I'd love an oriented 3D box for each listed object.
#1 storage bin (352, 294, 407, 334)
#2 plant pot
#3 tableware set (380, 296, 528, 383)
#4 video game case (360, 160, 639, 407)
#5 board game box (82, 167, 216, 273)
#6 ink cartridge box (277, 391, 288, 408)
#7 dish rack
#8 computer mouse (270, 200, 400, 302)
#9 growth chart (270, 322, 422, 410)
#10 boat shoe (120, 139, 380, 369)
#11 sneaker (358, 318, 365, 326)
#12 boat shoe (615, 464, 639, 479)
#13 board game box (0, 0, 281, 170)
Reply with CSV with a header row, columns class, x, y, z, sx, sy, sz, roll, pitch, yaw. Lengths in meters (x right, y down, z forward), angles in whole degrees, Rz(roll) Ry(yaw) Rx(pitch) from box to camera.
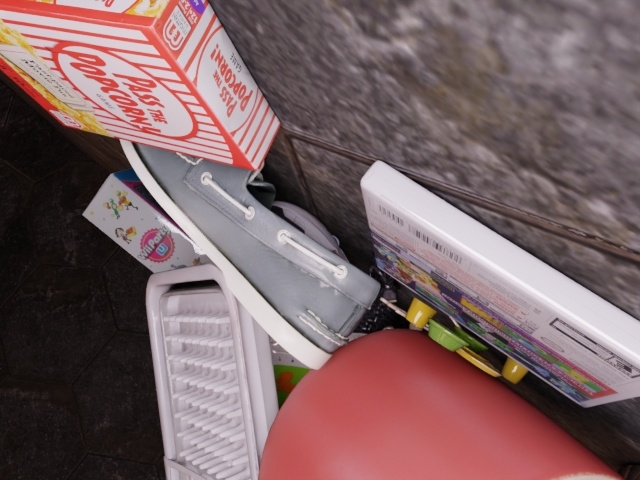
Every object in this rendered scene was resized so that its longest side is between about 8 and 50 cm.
class,x,y,z,sx,sy,sz,roll,pitch,yaw
storage bin,0.020,0.088,0.826,0.180,0.084,0.122,33,169,23
plant pot,0.108,0.230,0.490,0.275,0.275,0.243,42,169,-19
tableware set,0.129,0.088,0.531,0.154,0.024,0.104,32,-178,-34
video game case,0.119,0.040,0.413,0.201,0.023,0.183,34,170,17
board game box,-0.249,-0.006,1.122,0.303,0.097,0.224,39,-167,-5
ink cartridge box,-0.003,0.222,0.872,0.273,0.114,0.197,40,162,-5
dish rack,-0.115,0.193,0.698,0.285,0.072,0.333,-11,87,58
computer mouse,0.000,0.000,0.622,0.193,0.042,0.106,28,172,23
growth chart,0.008,0.181,0.738,0.237,0.172,0.021,-3,-166,6
boat shoe,-0.072,-0.028,0.571,0.319,0.099,0.116,47,-176,22
sneaker,-0.018,0.091,1.000,0.271,0.100,0.108,39,-176,28
boat shoe,0.321,0.289,0.510,0.130,0.132,0.355,36,172,12
board game box,-0.140,-0.120,0.408,0.193,0.045,0.147,15,161,24
